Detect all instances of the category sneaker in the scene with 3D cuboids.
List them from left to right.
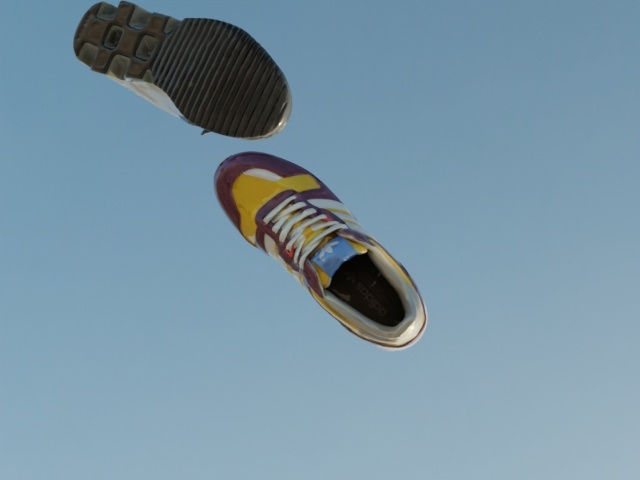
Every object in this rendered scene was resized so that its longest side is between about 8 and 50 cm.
[{"bbox_3d":[-0.138,-0.194,1.239,0.331,0.122,0.146,30,0,34],"label":"sneaker"},{"bbox_3d":[0.000,0.000,0.695,0.185,0.069,0.084,39,-4,8],"label":"sneaker"}]
